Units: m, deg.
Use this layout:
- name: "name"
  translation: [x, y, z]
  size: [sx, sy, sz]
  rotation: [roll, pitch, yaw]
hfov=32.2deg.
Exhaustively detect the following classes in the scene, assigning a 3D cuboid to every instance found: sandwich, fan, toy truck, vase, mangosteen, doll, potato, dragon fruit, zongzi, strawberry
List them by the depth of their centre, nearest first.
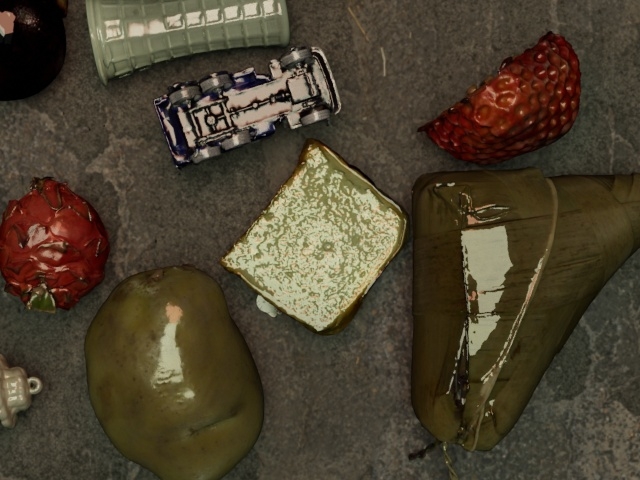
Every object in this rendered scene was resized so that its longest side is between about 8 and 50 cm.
- name: "potato"
  translation: [-0.223, 0.203, 1.661]
  size: [0.243, 0.221, 0.326]
  rotation: [-22, 102, 7]
- name: "strawberry"
  translation: [0.302, -0.200, 1.665]
  size: [0.253, 0.280, 0.150]
  rotation: [-36, 93, -11]
- name: "zongzi"
  translation: [0.368, 0.139, 1.681]
  size: [0.467, 0.218, 0.500]
  rotation: [1, 90, -2]
- name: "dragon fruit"
  translation: [-0.405, 0.012, 1.688]
  size: [0.172, 0.172, 0.209]
  rotation: [4, 80, -2]
- name: "mangosteen"
  translation: [-0.479, -0.337, 1.689]
  size: [0.211, 0.211, 0.250]
  rotation: [16, 57, -1]
- name: "doll"
  translation: [-0.572, 0.253, 1.702]
  size: [0.293, 0.119, 0.138]
  rotation: [-12, 67, -2]
- name: "toy truck"
  translation: [-0.111, -0.201, 1.708]
  size: [0.268, 0.155, 0.124]
  rotation: [-19, 90, -5]
- name: "vase"
  translation: [-0.201, -0.330, 1.717]
  size: [0.299, 0.143, 0.143]
  rotation: [-9, 89, -5]
- name: "sandwich"
  translation: [0.000, 0.000, 1.737]
  size: [0.226, 0.087, 0.251]
  rotation: [36, 88, 0]
- name: "fan"
  translation: [-0.088, 0.084, 1.774]
  size: [0.083, 0.004, 0.056]
  rotation: [34, 88, -1]
